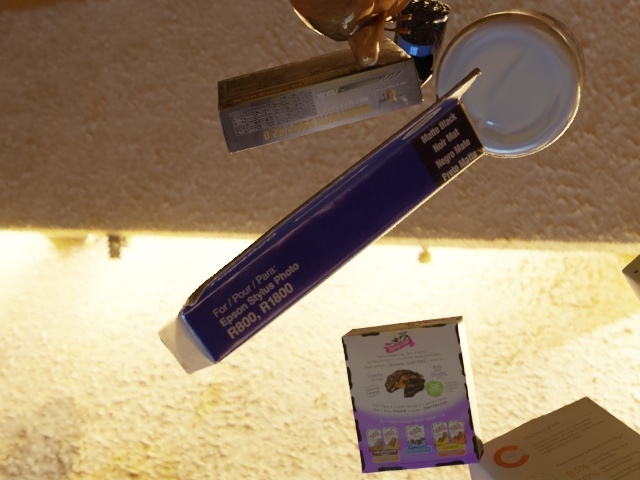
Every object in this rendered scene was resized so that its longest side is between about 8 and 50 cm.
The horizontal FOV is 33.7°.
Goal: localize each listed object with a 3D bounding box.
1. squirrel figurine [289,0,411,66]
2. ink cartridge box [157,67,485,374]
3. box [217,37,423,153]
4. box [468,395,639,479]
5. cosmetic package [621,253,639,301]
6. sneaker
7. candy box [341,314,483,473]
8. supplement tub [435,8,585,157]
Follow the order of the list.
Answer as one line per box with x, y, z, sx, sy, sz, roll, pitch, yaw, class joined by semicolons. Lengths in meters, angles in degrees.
0.122;-0.373;1.148;0.370;0.281;0.397;-37;-172;-2;squirrel figurine
0.000;0.000;0.678;0.223;0.224;0.045;-38;-90;-15;ink cartridge box
-0.007;-0.178;1.267;0.231;0.056;0.183;-15;-160;-1;box
0.385;0.389;1.424;0.215;0.168;0.345;-21;-154;-16;box
0.554;0.113;1.402;0.138;0.224;0.224;-40;-140;-2;cosmetic package
0.144;-0.298;1.599;0.082;0.090;0.232;16;-148;6;sneaker
0.128;0.211;1.454;0.165;0.070;0.196;-8;-88;16;candy box
0.279;-0.233;1.510;0.194;0.316;0.193;4;-75;14;supplement tub
